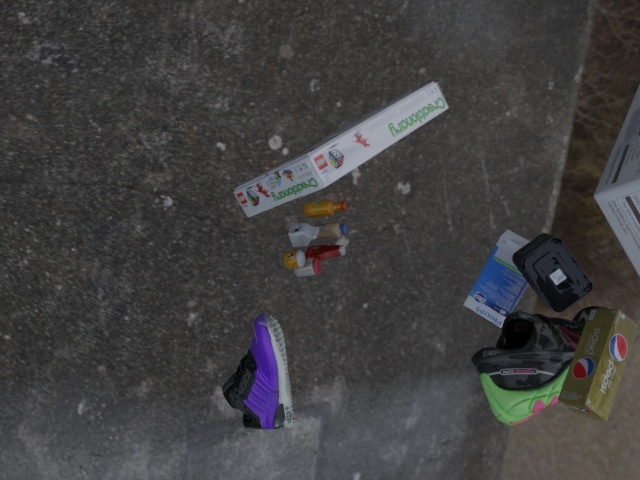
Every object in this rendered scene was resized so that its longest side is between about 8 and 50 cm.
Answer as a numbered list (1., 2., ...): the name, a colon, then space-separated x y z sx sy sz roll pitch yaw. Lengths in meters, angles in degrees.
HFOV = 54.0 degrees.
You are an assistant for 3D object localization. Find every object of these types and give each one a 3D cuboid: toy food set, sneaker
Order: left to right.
1. sneaker: -0.139 0.293 1.331 0.146 0.102 0.293 -7 116 -4
2. toy food set: 0.000 0.000 1.471 0.232 0.105 0.111 -67 144 -54
3. sneaker: 0.518 0.225 1.400 0.483 0.185 0.202 -17 66 -41

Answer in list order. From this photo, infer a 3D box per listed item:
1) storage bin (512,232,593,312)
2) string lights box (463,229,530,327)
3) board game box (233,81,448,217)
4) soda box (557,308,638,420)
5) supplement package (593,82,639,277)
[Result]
1. storage bin: 0.609 0.084 1.655 0.122 0.084 0.180 -37 97 5
2. string lights box: 0.542 0.114 1.854 0.077 0.133 0.259 -28 145 -53
3. board game box: 0.035 -0.141 0.958 0.305 0.193 0.053 -36 102 -36
4. soda box: 0.468 0.206 1.057 0.061 0.058 0.181 37 69 -20
5. supplement package: 0.377 -0.041 0.550 0.204 0.145 0.262 55 45 -12
